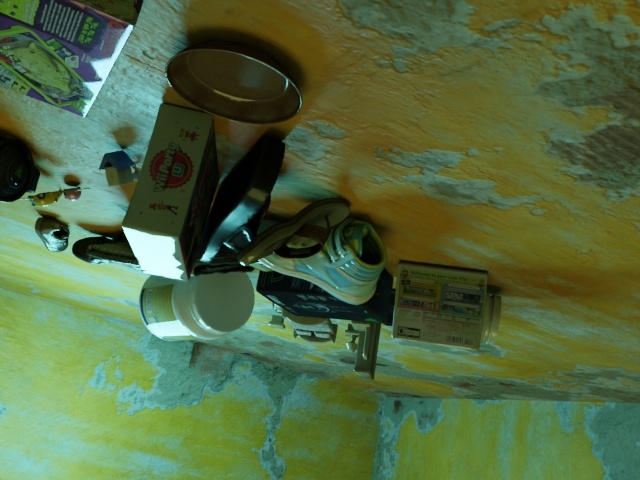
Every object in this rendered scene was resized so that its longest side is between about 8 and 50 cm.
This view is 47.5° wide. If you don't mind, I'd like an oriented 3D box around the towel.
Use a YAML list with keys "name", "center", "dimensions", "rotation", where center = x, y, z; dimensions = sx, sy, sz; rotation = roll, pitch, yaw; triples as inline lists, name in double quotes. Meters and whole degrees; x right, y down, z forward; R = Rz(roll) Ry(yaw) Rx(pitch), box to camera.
- name: "towel"
  center: [-0.361, 0.036, 1.813]
  dimensions: [0.324, 0.056, 0.312]
  rotation: [9, -177, 22]

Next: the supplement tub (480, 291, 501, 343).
- name: "supplement tub"
  center: [0.343, 0.184, 1.824]
  dimensions: [0.200, 0.144, 0.144]
  rotation: [9, 162, 8]

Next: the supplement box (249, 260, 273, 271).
- name: "supplement box"
  center: [-0.122, 0.024, 1.724]
  dimensions: [0.056, 0.083, 0.083]
  rotation: [25, 158, -34]

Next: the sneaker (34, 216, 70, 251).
- name: "sneaker"
  center: [-0.732, -0.008, 2.032]
  dimensions: [0.071, 0.066, 0.188]
  rotation: [9, 162, 5]

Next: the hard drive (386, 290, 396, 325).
- name: "hard drive"
  center: [0.221, 0.202, 2.098]
  dimensions: [0.172, 0.054, 0.255]
  rotation: [3, 160, 25]

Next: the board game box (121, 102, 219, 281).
- name: "board game box"
  center: [-0.257, -0.071, 1.294]
  dimensions: [0.098, 0.223, 0.303]
  rotation: [13, 163, -2]

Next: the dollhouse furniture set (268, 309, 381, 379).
- name: "dollhouse furniture set"
  center: [-0.016, 0.287, 2.111]
  dimensions: [0.356, 0.173, 0.303]
  rotation: [5, 160, 12]

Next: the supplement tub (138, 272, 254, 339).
- name: "supplement tub"
  center: [-0.355, 0.172, 2.081]
  dimensions: [0.228, 0.228, 0.316]
  rotation: [24, 158, -35]

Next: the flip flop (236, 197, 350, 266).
- name: "flip flop"
  center: [-0.040, -0.003, 1.382]
  dimensions: [0.277, 0.080, 0.112]
  rotation: [-28, 164, -46]

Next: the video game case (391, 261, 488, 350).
- name: "video game case"
  center: [0.283, 0.157, 1.738]
  dimensions: [0.213, 0.193, 0.023]
  rotation: [7, -165, 14]

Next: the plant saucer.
- name: "plant saucer"
  center: [-0.119, -0.228, 1.035]
  dimensions: [0.199, 0.036, 0.198]
  rotation: [11, 162, 4]

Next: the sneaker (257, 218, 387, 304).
- name: "sneaker"
  center: [0.000, 0.000, 1.554]
  dimensions: [0.319, 0.127, 0.208]
  rotation: [24, 145, -3]

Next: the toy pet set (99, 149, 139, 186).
- name: "toy pet set"
  center: [-0.378, -0.148, 1.438]
  dimensions: [0.122, 0.065, 0.114]
  rotation: [0, -166, 40]

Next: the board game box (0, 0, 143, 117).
- name: "board game box"
  center: [-0.394, -0.285, 1.021]
  dimensions: [0.208, 0.056, 0.347]
  rotation: [24, 159, -22]

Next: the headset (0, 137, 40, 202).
- name: "headset"
  center: [-0.715, -0.133, 1.451]
  dimensions: [0.244, 0.185, 0.394]
  rotation: [13, 173, -7]

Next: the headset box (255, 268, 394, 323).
- name: "headset box"
  center: [0.026, 0.109, 1.815]
  dimensions: [0.283, 0.131, 0.246]
  rotation: [2, 161, 25]

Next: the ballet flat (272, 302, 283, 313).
- name: "ballet flat"
  center: [-0.116, 0.181, 2.220]
  dimensions: [0.072, 0.068, 0.213]
  rotation: [11, 162, 1]

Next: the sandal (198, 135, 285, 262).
- name: "sandal"
  center: [-0.141, -0.049, 1.375]
  dimensions: [0.107, 0.167, 0.446]
  rotation: [21, 159, -16]

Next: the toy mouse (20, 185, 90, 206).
- name: "toy mouse"
  center: [-0.605, -0.099, 1.662]
  dimensions: [0.161, 0.031, 0.143]
  rotation: [-12, -173, -12]

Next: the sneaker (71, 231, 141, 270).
- name: "sneaker"
  center: [-0.576, 0.018, 1.992]
  dimensions: [0.228, 0.087, 0.130]
  rotation: [12, 155, 4]
